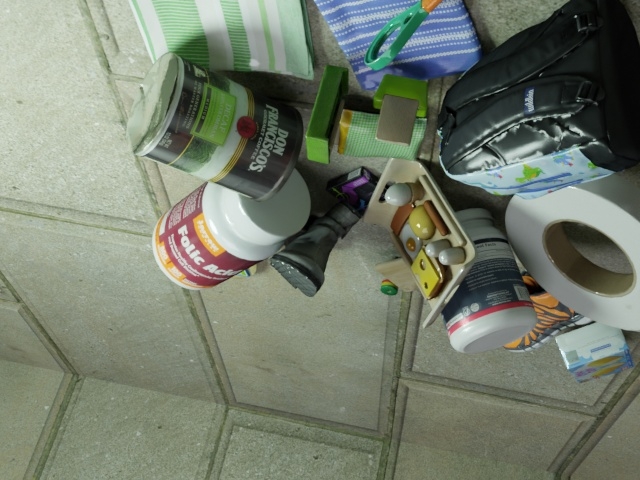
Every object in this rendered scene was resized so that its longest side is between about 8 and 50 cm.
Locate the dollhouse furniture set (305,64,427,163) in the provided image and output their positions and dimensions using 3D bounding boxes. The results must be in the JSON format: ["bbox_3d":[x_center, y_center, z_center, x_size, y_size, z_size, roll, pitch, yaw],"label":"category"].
[{"bbox_3d":[0.090,-0.177,1.592,0.198,0.151,0.301,12,162,6],"label":"dollhouse furniture set"}]

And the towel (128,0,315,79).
[{"bbox_3d":[-0.179,-0.387,1.520,0.325,0.038,0.248,7,149,13],"label":"towel"}]

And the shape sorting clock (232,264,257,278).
[{"bbox_3d":[-0.268,0.040,2.286,0.206,0.040,0.206,14,151,8],"label":"shape sorting clock"}]

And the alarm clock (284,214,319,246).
[{"bbox_3d":[-0.034,0.003,2.105,0.129,0.064,0.192,16,154,-4],"label":"alarm clock"}]

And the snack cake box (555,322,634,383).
[{"bbox_3d":[0.689,0.279,2.121,0.152,0.089,0.264,-23,156,15],"label":"snack cake box"}]

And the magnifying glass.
[{"bbox_3d":[0.149,-0.355,1.341,0.026,0.092,0.231,33,132,-23],"label":"magnifying glass"}]

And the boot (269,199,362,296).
[{"bbox_3d":[0.000,0.000,1.846,0.118,0.223,0.338,46,175,-10],"label":"boot"}]

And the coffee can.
[{"bbox_3d":[-0.201,-0.210,1.616,0.275,0.201,0.201,20,152,-32],"label":"coffee can"}]

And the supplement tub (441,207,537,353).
[{"bbox_3d":[0.335,0.088,1.826,0.191,0.272,0.191,-14,156,-6],"label":"supplement tub"}]

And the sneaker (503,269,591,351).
[{"bbox_3d":[0.521,0.158,2.088,0.180,0.124,0.321,31,136,-20],"label":"sneaker"}]

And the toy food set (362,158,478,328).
[{"bbox_3d":[0.192,0.002,1.759,0.092,0.306,0.219,-9,145,-26],"label":"toy food set"}]

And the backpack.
[{"bbox_3d":[0.347,-0.199,1.372,0.355,0.290,0.273,-16,156,40],"label":"backpack"}]

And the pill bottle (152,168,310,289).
[{"bbox_3d":[-0.206,-0.038,1.940,0.224,0.224,0.392,29,147,-24],"label":"pill bottle"}]

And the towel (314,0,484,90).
[{"bbox_3d":[0.113,-0.381,1.402,0.243,0.040,0.336,-4,145,28],"label":"towel"}]

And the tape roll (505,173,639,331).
[{"bbox_3d":[0.551,0.018,1.692,0.392,0.072,0.392,35,155,20],"label":"tape roll"}]

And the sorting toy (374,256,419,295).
[{"bbox_3d":[0.234,0.067,2.108,0.274,0.046,0.132,-16,138,43],"label":"sorting toy"}]

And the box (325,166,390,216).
[{"bbox_3d":[0.108,-0.097,1.899,0.162,0.029,0.116,32,146,-30],"label":"box"}]
